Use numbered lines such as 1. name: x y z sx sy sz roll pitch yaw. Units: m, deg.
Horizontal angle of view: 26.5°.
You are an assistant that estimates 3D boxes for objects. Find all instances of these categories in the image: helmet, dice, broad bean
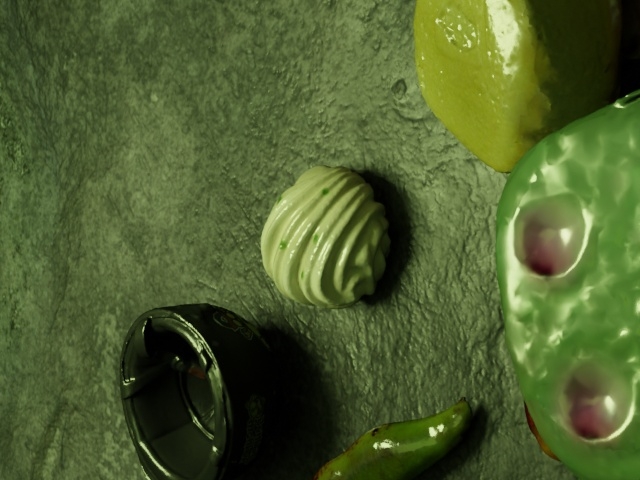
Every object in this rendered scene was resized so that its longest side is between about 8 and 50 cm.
1. helmet: -0.140 0.204 1.753 0.230 0.160 0.279 26 123 41
2. dice: 0.364 0.035 1.155 0.330 0.318 0.322 -24 75 42
3. broad bean: 0.057 0.278 1.631 0.339 0.061 0.077 -43 69 36

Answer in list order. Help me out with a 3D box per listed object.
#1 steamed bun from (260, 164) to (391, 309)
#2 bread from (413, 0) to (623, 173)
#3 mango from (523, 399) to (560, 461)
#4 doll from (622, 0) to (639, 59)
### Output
1. steamed bun: 0.000 0.000 1.654 0.183 0.106 0.183 2 92 46
2. bread: 0.205 -0.200 1.389 0.270 0.148 0.270 52 152 42
3. mango: 0.268 0.094 1.390 0.133 0.111 0.267 5 96 60
4. doll: 0.340 -0.305 1.327 0.211 0.093 0.262 44 126 42
